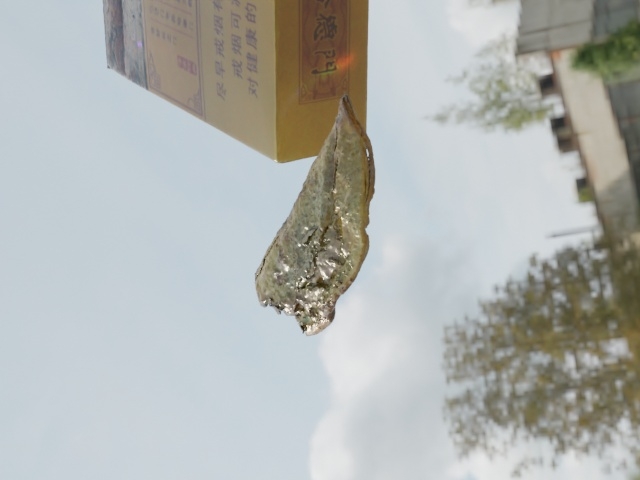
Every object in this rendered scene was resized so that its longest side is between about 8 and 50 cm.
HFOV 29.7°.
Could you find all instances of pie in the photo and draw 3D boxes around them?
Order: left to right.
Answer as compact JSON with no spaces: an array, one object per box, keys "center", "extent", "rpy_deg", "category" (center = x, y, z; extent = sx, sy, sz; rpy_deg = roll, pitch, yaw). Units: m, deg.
[{"center":[0.000,0.000,0.764],"extent":[0.034,0.170,0.092],"rpy_deg":[-1,-131,-31],"category":"pie"}]

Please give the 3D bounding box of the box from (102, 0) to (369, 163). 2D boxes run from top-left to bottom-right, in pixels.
[{"center":[-0.107,-0.267,1.276],"extent":[0.116,0.415,0.264],"rpy_deg":[-15,-63,-29],"category":"box"}]
